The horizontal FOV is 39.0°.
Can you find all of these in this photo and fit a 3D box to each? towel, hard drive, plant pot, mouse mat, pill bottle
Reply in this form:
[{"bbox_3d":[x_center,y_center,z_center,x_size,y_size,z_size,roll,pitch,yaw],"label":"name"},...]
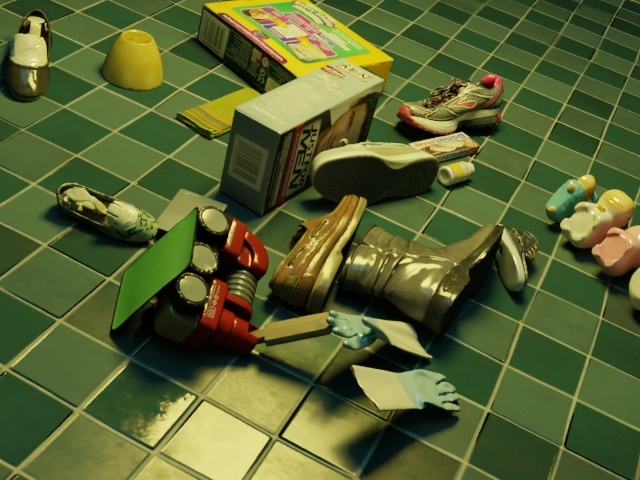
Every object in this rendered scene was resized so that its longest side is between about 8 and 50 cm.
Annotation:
[{"bbox_3d":[-0.196,-0.283,1.957,0.102,0.021,0.237,33,39,21],"label":"towel"},{"bbox_3d":[-0.233,-0.038,1.613,0.094,0.022,0.135,19,35,4],"label":"hard drive"},{"bbox_3d":[-0.404,-0.402,1.968,0.134,0.095,0.134,11,35,-8],"label":"plant pot"},{"bbox_3d":[-0.252,0.043,1.378,0.007,0.189,0.153,39,27,-27],"label":"mouse mat"},{"bbox_3d":[0.295,-0.146,1.952,0.083,0.043,0.043,-17,48,-39],"label":"pill bottle"}]

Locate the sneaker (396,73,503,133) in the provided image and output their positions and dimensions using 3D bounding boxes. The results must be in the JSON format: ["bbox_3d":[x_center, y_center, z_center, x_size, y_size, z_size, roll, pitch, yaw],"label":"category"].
[{"bbox_3d":[0.304,-0.325,2.123,0.299,0.112,0.121,-15,33,-33],"label":"sneaker"}]

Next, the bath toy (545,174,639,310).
[{"bbox_3d":[0.607,0.012,1.807,0.129,0.151,0.348,33,18,-45],"label":"bath toy"}]

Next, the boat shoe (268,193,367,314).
[{"bbox_3d":[0.000,0.000,1.580,0.104,0.111,0.307,21,36,5],"label":"boat shoe"}]

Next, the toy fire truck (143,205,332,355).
[{"bbox_3d":[-0.116,0.082,1.410,0.246,0.158,0.217,29,44,-19],"label":"toy fire truck"}]

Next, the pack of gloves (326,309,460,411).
[{"bbox_3d":[0.123,0.175,1.379,0.232,0.046,0.195,13,33,-46],"label":"pack of gloves"}]

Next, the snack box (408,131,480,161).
[{"bbox_3d":[0.280,-0.209,2.048,0.178,0.022,0.064,-16,45,-37],"label":"snack box"}]

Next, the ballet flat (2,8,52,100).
[{"bbox_3d":[-0.609,-0.400,1.882,0.095,0.096,0.280,4,38,-17],"label":"ballet flat"}]

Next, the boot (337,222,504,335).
[{"bbox_3d":[0.186,0.022,1.632,0.222,0.118,0.338,25,32,20],"label":"boot"}]

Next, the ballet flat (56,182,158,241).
[{"bbox_3d":[-0.367,-0.049,1.533,0.188,0.070,0.070,17,35,8],"label":"ballet flat"}]

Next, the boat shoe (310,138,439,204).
[{"bbox_3d":[0.099,-0.147,1.822,0.320,0.118,0.103,-9,37,-37],"label":"boat shoe"}]

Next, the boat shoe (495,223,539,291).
[{"bbox_3d":[0.385,0.032,1.731,0.083,0.065,0.183,7,36,-11],"label":"boat shoe"}]

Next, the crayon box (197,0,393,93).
[{"bbox_3d":[-0.062,-0.460,2.176,0.313,0.106,0.363,-18,49,-40],"label":"crayon box"}]

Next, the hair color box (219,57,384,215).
[{"bbox_3d":[-0.031,-0.214,1.790,0.113,0.185,0.374,31,38,19],"label":"hair color box"}]
